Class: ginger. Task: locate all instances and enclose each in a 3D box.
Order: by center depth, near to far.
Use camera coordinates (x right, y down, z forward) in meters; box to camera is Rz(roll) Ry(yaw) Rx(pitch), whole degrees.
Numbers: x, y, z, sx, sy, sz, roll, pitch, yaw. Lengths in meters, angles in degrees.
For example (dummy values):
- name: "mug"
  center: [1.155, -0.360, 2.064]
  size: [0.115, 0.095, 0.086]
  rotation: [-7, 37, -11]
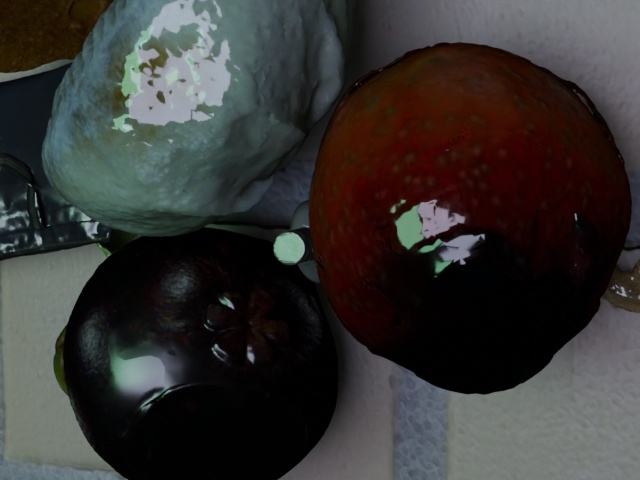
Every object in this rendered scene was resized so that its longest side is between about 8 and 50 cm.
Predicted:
- name: "ginger"
  center: [0.316, 0.032, 1.489]
  size: [0.173, 0.051, 0.069]
  rotation: [-8, 89, 19]

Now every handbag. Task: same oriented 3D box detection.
- name: "handbag"
  center: [-0.314, -0.071, 1.681]
  size: [0.254, 0.089, 0.211]
  rotation: [-11, 68, 24]

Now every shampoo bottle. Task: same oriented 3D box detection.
- name: "shampoo bottle"
  center: [0.000, 0.000, 1.542]
  size: [0.040, 0.165, 0.080]
  rotation: [-9, 93, 21]

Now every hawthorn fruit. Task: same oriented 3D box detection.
- name: "hawthorn fruit"
  center: [0.127, -0.021, 1.423]
  size: [0.316, 0.316, 0.316]
  rotation: [2, 96, 20]

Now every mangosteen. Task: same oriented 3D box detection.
- name: "mangosteen"
  center: [-0.123, 0.132, 1.573]
  size: [0.287, 0.287, 0.233]
  rotation: [-44, 40, 19]

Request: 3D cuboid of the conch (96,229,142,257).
- name: "conch"
  center: [-0.189, -0.006, 1.659]
  size: [0.074, 0.089, 0.121]
  rotation: [-12, 68, 57]

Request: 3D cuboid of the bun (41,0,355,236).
- name: "bun"
  center: [-0.095, -0.155, 1.474]
  size: [0.211, 0.362, 0.362]
  rotation: [35, 107, -4]

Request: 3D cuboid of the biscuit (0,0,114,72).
- name: "biscuit"
  center: [-0.237, -0.285, 1.571]
  size: [0.273, 0.257, 0.049]
  rotation: [-22, 49, 0]
